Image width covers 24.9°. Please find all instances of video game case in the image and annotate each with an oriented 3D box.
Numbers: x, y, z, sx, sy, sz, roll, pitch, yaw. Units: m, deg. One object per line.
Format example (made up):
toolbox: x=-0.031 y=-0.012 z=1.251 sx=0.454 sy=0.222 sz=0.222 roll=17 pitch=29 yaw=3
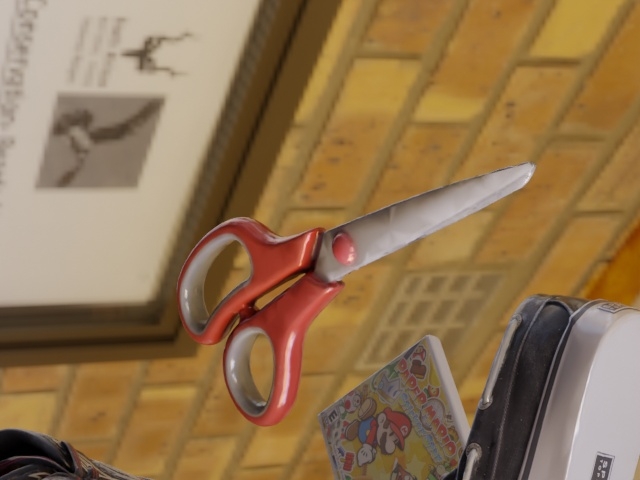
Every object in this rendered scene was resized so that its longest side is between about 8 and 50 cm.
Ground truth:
video game case: x=0.098 y=0.262 z=1.778 sx=0.206 sy=0.026 sz=0.227 roll=-39 pitch=-131 yaw=29

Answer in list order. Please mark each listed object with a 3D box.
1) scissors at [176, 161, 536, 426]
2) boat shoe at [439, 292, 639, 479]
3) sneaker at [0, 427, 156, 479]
scissors: x=0.000 y=0.000 z=0.711 sx=0.297 sy=0.021 sz=0.109 roll=-49 pitch=-119 yaw=51
boat shoe: x=0.118 y=0.176 z=0.903 sx=0.102 sy=0.108 sz=0.301 roll=11 pitch=-99 yaw=45
sneaker: x=-0.124 y=0.167 z=0.800 sx=0.121 sy=0.299 sz=0.112 roll=-72 pitch=163 yaw=-62
